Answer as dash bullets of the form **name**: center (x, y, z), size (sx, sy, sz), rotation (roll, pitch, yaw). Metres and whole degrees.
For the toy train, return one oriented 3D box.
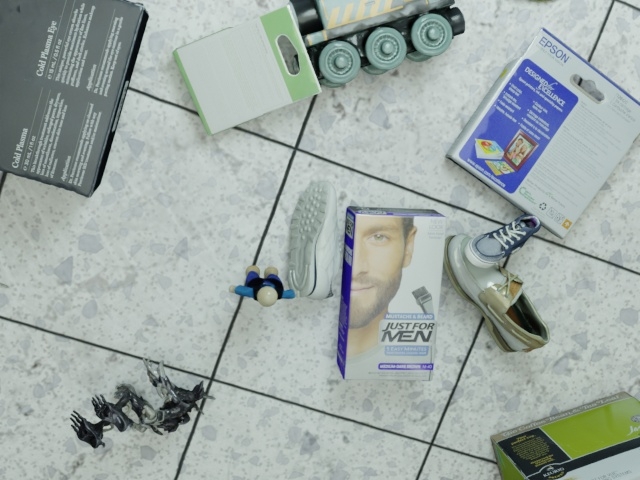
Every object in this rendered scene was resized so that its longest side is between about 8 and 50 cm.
- **toy train**: center (0.097, -0.404, 1.502), size (0.334, 0.142, 0.190), rotation (-17, 98, -3)

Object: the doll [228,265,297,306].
- **doll**: center (-0.110, 0.090, 1.542), size (0.129, 0.189, 0.046), rotation (4, 101, -10)

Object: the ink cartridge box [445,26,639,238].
- **ink cartridge box**: center (0.458, -0.211, 1.633), size (0.304, 0.072, 0.307), rotation (34, 93, -12)

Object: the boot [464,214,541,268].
- **boot**: center (0.357, -0.006, 1.586), size (0.069, 0.190, 0.086), rotation (52, 128, 15)

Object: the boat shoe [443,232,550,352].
- **boat shoe**: center (0.361, 0.102, 1.642), size (0.302, 0.103, 0.113), rotation (51, 56, -21)

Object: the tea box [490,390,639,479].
- **tea box**: center (0.573, 0.503, 1.661), size (0.329, 0.323, 0.219), rotation (-17, 103, -4)

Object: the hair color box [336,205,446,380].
- **hair color box**: center (0.138, 0.106, 1.627), size (0.185, 0.110, 0.338), rotation (2, 100, -8)

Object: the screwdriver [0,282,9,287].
- **screwdriver**: center (-0.674, 0.060, 1.537), size (0.170, 0.024, 0.025), rotation (29, 66, -15)

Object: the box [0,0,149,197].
- **box**: center (-0.498, -0.288, 1.412), size (0.313, 0.179, 0.343), rotation (17, 98, -13)

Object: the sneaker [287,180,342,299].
- **sneaker**: center (0.000, 0.000, 1.604), size (0.095, 0.090, 0.235), rotation (9, 93, -39)

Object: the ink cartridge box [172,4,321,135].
- **ink cartridge box**: center (-0.132, -0.312, 1.494), size (0.235, 0.056, 0.171), rotation (-19, 104, 12)

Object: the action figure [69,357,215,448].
- **action figure**: center (-0.333, 0.307, 1.568), size (0.164, 0.276, 0.141), rotation (-46, 66, 27)
